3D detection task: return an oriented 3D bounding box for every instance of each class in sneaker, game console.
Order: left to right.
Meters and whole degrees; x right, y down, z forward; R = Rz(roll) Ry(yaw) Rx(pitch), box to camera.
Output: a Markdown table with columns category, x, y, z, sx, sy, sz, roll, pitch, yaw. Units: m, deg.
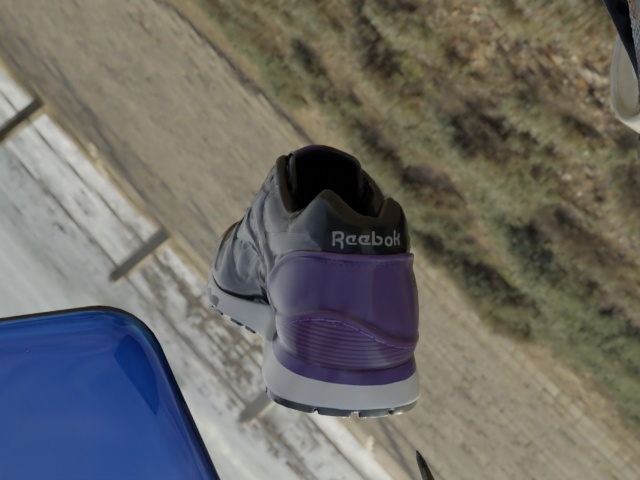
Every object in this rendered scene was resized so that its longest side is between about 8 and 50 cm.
| category | x | y | z | sx | sy | sz | roll | pitch | yaw |
| --- | --- | --- | --- | --- | --- | --- | --- | --- | --- |
| game console | -0.163 | 0.130 | 0.688 | 0.250 | 0.293 | 0.173 | 0 | -97 | -69 |
| sneaker | 0.000 | 0.000 | 0.685 | 0.283 | 0.107 | 0.124 | -142 | 54 | -70 |

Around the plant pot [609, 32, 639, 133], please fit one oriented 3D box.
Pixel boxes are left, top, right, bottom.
| category | x | y | z | sx | sy | sz | roll | pitch | yaw |
| --- | --- | --- | --- | --- | --- | --- | --- | --- | --- |
| plant pot | 0.382 | -0.131 | 0.894 | 0.274 | 0.256 | 0.256 | 10 | 167 | -8 |

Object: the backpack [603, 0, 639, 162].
| category | x | y | z | sx | sy | sz | roll | pitch | yaw |
| --- | --- | --- | --- | --- | --- | --- | --- | --- | --- |
| backpack | 0.232 | -0.031 | 0.357 | 0.213 | 0.277 | 0.263 | -97 | -1 | -66 |

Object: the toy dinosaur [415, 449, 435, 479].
| category | x | y | z | sx | sy | sz | roll | pitch | yaw |
| --- | --- | --- | --- | --- | --- | --- | --- | --- | --- |
| toy dinosaur | 0.125 | 0.287 | 1.027 | 0.313 | 0.160 | 0.121 | -112 | 29 | -45 |
